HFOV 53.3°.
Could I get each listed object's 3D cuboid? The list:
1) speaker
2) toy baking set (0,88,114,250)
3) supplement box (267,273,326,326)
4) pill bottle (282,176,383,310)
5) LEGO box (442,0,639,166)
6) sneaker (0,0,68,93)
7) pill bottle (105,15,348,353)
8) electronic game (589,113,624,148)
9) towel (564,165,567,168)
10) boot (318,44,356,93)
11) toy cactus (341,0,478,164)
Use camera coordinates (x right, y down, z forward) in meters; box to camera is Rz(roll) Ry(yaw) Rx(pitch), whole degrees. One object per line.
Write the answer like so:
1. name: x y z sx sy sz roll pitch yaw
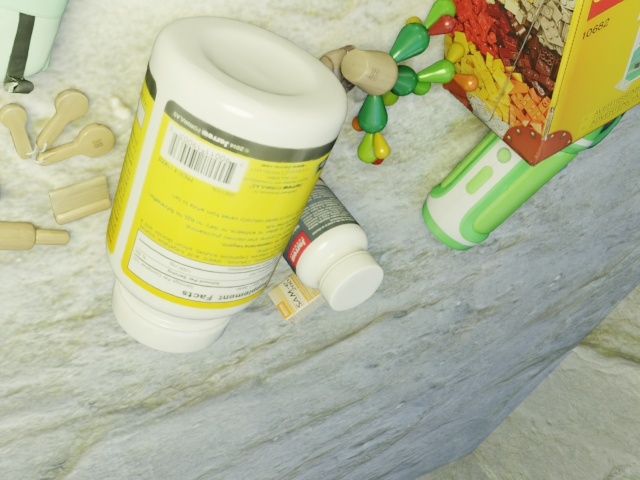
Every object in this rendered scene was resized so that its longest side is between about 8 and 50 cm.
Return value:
1. speaker: 0.292 -0.113 1.002 0.131 0.131 0.296 -4 146 -42
2. toy baking set: -0.312 -0.067 0.598 0.256 0.030 0.197 -3 132 -43
3. supplement box: -0.027 0.084 1.037 0.098 0.062 0.036 -37 149 -2
4. pill bottle: 0.000 0.000 0.843 0.107 0.180 0.108 -26 146 -19
5. LEGO box: 0.405 -0.372 0.754 0.500 0.193 0.373 -30 148 -12
6. sneaker: -0.295 -0.165 0.425 0.255 0.094 0.151 -7 140 -38
7. pill bottle: -0.117 -0.041 0.670 0.187 0.188 0.334 -7 138 -39
8. electronic game: 0.520 -0.262 1.109 0.229 0.048 0.229 -38 151 -26
9. towel: 0.395 -0.206 1.104 0.243 0.040 0.336 -25 146 -21
10. boot: 0.014 -0.176 0.768 0.087 0.042 0.118 -39 159 -17
11. toy cactus: 0.090 -0.183 0.756 0.180 0.112 0.219 -5 139 -56
